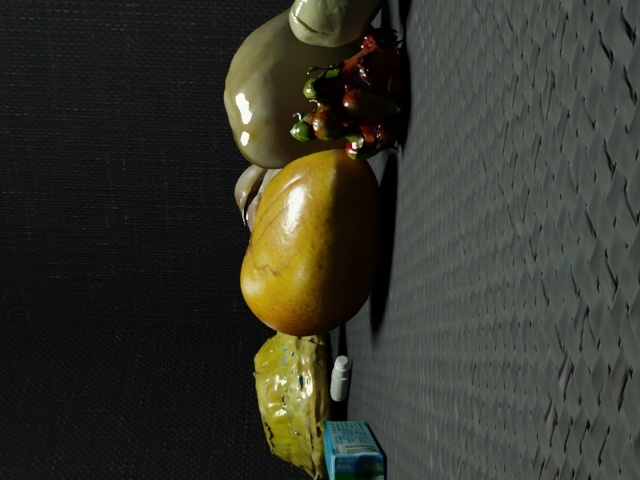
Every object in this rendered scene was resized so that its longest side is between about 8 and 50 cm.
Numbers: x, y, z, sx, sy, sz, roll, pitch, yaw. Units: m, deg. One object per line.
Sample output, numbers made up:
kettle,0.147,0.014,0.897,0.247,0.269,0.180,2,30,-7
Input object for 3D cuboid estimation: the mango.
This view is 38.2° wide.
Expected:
mango,0.000,0.000,1.190,0.199,0.201,0.350,50,154,13

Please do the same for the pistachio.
pistachio,-0.012,-0.201,1.196,0.288,0.197,0.166,-50,-14,-36

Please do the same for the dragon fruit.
dragon fruit,0.044,-0.157,0.998,0.142,0.175,0.138,7,107,58

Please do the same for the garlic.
garlic,-0.037,-0.071,1.540,0.160,0.214,0.191,-49,-16,32

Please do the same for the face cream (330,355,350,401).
face cream,0.037,0.253,1.707,0.130,0.034,0.034,92,178,-53

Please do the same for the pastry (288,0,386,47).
pastry,0.028,-0.279,1.005,0.156,0.092,0.156,-57,-2,-4

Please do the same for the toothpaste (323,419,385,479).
toothpaste,0.041,0.279,1.204,0.267,0.065,0.050,140,129,-87

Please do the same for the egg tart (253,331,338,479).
egg tart,-0.042,0.323,1.921,0.388,0.169,0.387,-8,-90,-88
